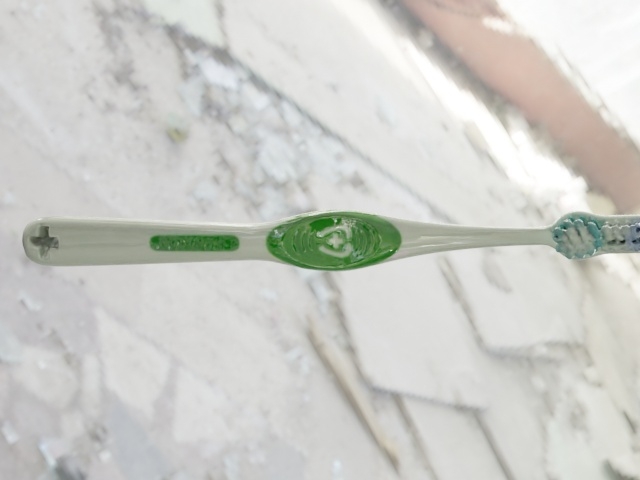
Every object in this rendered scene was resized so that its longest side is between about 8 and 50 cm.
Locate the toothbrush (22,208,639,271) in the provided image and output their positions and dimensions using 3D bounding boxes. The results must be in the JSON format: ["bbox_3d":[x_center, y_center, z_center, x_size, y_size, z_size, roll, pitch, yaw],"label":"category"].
[{"bbox_3d":[0.001,0.000,0.672,0.030,0.304,0.030,0,90,-72],"label":"toothbrush"}]
